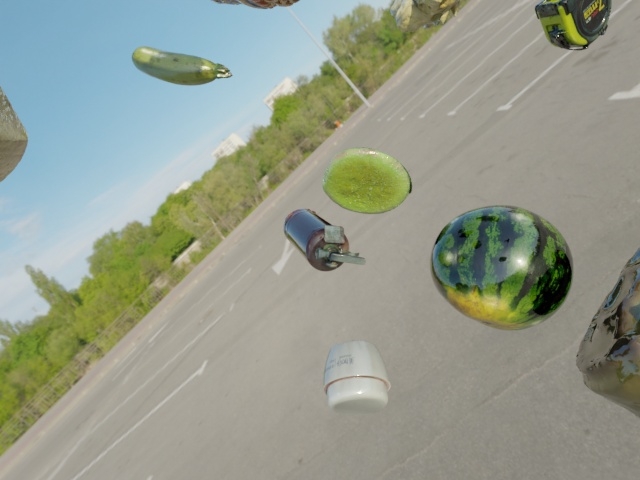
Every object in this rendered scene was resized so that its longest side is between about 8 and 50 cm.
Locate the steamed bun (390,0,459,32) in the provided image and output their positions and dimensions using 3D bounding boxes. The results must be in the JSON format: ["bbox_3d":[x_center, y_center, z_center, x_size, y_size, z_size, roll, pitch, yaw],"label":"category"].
[{"bbox_3d":[0.287,-0.602,0.946,0.292,0.137,0.295,-41,32,46],"label":"steamed bun"}]

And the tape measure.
[{"bbox_3d":[0.685,-0.613,1.115,0.199,0.186,0.112,-45,29,-3],"label":"tape measure"}]

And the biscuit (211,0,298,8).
[{"bbox_3d":[-0.112,-0.510,0.846,0.280,0.043,0.183,11,21,22],"label":"biscuit"}]

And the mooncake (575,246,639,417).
[{"bbox_3d":[0.615,0.126,0.656,0.394,0.246,0.393,-26,-32,-52],"label":"mooncake"}]

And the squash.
[{"bbox_3d":[-0.427,-0.519,1.248,0.094,0.341,0.094,15,-90,-79],"label":"squash"}]

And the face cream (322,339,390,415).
[{"bbox_3d":[0.062,0.241,0.719,0.117,0.117,0.104,-35,39,34],"label":"face cream"}]

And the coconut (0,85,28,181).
[{"bbox_3d":[-0.578,-0.180,0.621,0.197,0.236,0.237,-23,10,-9],"label":"coconut"}]

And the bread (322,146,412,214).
[{"bbox_3d":[0.149,-0.179,1.353,0.301,0.301,0.045,-31,36,46],"label":"bread"}]

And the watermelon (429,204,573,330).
[{"bbox_3d":[0.357,0.052,0.827,0.269,0.269,0.269,-41,13,11],"label":"watermelon"}]

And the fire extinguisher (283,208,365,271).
[{"bbox_3d":[0.000,0.000,0.878,0.105,0.105,0.269,-44,23,-3],"label":"fire extinguisher"}]
